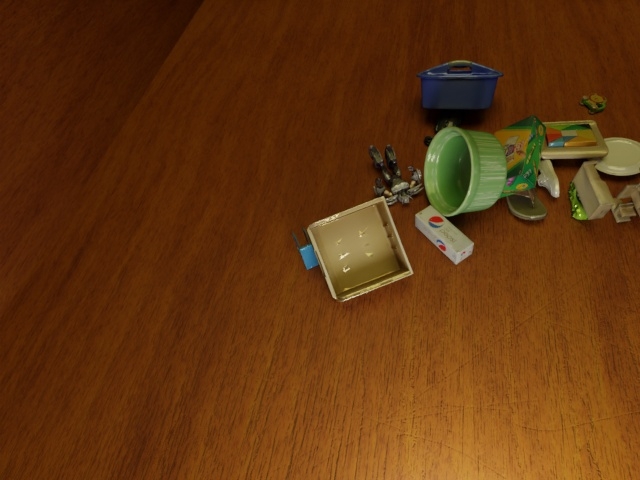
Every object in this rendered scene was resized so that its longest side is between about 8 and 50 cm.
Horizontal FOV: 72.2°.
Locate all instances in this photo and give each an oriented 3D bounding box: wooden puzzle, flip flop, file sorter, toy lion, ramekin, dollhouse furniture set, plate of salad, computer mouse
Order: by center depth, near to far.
[{"bbox_3d":[0.974,-0.176,1.404,0.242,0.212,0.160,-8,64,6],"label":"dollhouse furniture set"},{"bbox_3d":[0.496,-0.236,1.510,0.148,0.303,0.303,-3,52,-16],"label":"ramekin"},{"bbox_3d":[0.000,0.000,1.554,0.171,0.118,0.104,-24,51,-6],"label":"file sorter"},{"bbox_3d":[0.717,-0.183,1.560,0.113,0.080,0.276,-7,54,7],"label":"flip flop"},{"bbox_3d":[1.075,-0.299,1.588,0.200,0.048,0.199,-9,51,11],"label":"plate of salad"},{"bbox_3d":[0.936,-0.389,1.650,0.221,0.044,0.238,2,43,18],"label":"wooden puzzle"},{"bbox_3d":[1.117,-0.561,1.782,0.096,0.034,0.100,-12,53,-6],"label":"toy lion"},{"bbox_3d":[0.561,-0.476,1.814,0.184,0.060,0.262,24,63,27],"label":"computer mouse"}]

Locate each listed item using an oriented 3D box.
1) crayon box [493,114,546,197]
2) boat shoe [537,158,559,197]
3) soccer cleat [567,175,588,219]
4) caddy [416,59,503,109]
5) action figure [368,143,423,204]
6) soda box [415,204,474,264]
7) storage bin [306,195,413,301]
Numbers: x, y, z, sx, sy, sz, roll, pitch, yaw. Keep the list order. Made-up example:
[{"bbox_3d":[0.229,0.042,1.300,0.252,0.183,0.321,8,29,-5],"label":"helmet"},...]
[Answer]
[{"bbox_3d":[0.684,-0.292,1.557,0.165,0.081,0.278,-20,42,56],"label":"crayon box"},{"bbox_3d":[0.812,-0.224,1.583,0.063,0.066,0.184,-10,54,17],"label":"boat shoe"},{"bbox_3d":[0.904,-0.147,1.516,0.073,0.060,0.178,10,63,6],"label":"soccer cleat"},{"bbox_3d":[0.568,-0.649,1.812,0.342,0.179,0.241,5,27,15],"label":"caddy"},{"bbox_3d":[0.279,-0.247,1.688,0.186,0.099,0.284,-16,56,-7],"label":"action figure"},{"bbox_3d":[0.422,-0.022,1.513,0.074,0.069,0.216,-32,56,-11],"label":"soda box"},{"bbox_3d":[0.119,0.029,1.424,0.261,0.123,0.262,-21,91,-5],"label":"storage bin"}]
